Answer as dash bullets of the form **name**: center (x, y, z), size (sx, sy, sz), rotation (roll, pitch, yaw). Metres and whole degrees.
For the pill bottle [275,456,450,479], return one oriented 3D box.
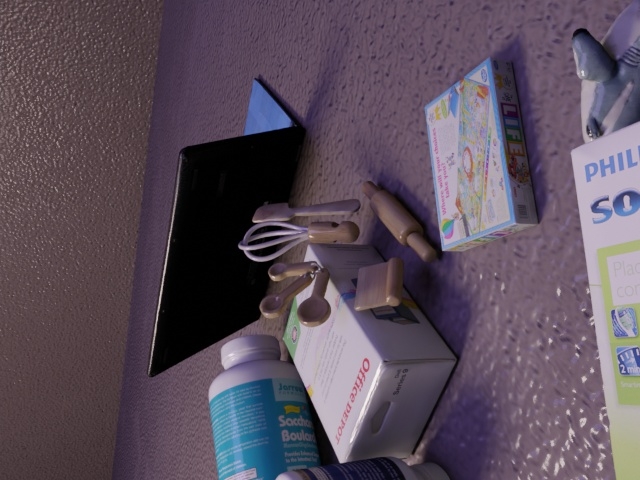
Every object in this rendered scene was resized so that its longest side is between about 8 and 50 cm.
- **pill bottle**: center (0.044, 0.263, 0.594), size (0.094, 0.170, 0.094), rotation (-179, 90, -65)

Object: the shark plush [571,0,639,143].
- **shark plush**: center (0.210, -0.083, 0.408), size (0.067, 0.073, 0.161), rotation (-1, 82, 35)

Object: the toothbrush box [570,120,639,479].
- **toothbrush box**: center (0.241, 0.068, 0.251), size (0.206, 0.122, 0.282), rotation (157, 113, -62)

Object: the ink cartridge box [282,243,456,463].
- **ink cartridge box**: center (0.043, 0.123, 0.698), size (0.212, 0.093, 0.154), rotation (-121, 40, -52)

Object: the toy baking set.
- **toy baking set**: center (0.007, -0.002, 0.697), size (0.256, 0.197, 0.030), rotation (-117, 5, -51)

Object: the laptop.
- **laptop**: center (-0.191, -0.050, 1.053), size (0.236, 0.408, 0.381), rotation (28, 120, 25)

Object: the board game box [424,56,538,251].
- **board game box**: center (0.145, -0.076, 0.572), size (0.103, 0.026, 0.154), rotation (151, 117, -61)

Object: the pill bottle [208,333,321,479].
- **pill bottle**: center (-0.083, 0.275, 0.890), size (0.146, 0.146, 0.263), rotation (125, 139, -49)
